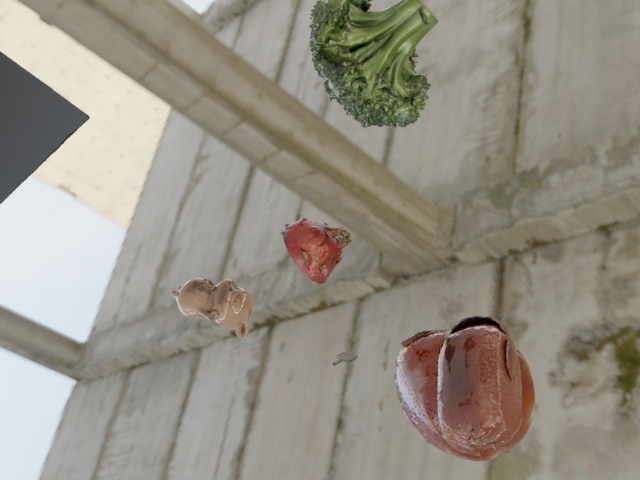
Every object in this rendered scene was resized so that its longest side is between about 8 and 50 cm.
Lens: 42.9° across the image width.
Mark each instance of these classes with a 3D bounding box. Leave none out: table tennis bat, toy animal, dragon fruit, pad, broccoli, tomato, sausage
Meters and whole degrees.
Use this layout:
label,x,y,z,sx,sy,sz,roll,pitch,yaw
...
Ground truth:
label,x,y,z,sx,sy,sz,roll,pitch,yaw
table tennis bat,0.056,0.282,1.951,0.050,0.083,0.007,10,-71,35
toy animal,-0.173,0.101,1.337,0.150,0.089,0.083,19,-110,12
dragon fruit,0.000,0.000,1.711,0.111,0.153,0.153,-37,-144,16
pad,-0.503,-0.137,1.152,0.300,0.202,0.005,-40,-143,17
broccoli,0.102,-0.374,1.622,0.260,0.288,0.235,-55,-143,2
tomato,0.283,0.306,1.667,0.309,0.170,0.308,-5,-106,19
sausage,0.285,0.255,1.462,0.152,0.152,0.279,-33,-152,33
